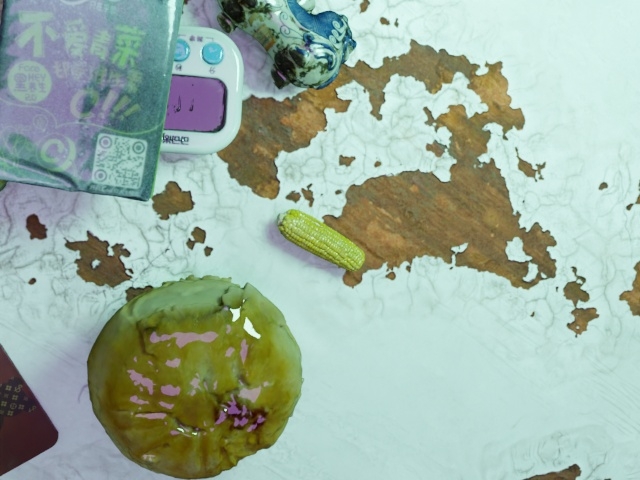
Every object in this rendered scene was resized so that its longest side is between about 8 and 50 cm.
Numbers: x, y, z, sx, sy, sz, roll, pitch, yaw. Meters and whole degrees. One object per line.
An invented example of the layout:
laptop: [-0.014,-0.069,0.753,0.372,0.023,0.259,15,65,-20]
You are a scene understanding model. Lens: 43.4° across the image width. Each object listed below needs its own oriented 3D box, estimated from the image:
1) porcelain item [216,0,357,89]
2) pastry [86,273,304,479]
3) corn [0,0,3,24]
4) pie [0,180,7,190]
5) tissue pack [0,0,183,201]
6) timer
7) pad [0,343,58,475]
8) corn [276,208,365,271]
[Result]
porcelain item: [-0.060,-0.419,1.506,0.288,0.138,0.186,46,58,-9]
pastry: [-0.238,0.251,1.535,0.410,0.245,0.409,-3,104,-14]
corn: [-0.555,-0.489,1.395,0.127,0.126,0.335,3,98,-13]
pie: [-0.690,-0.186,1.447,0.303,0.067,0.302,-2,99,-12]
tissue pack: [-0.399,-0.280,1.364,0.288,0.124,0.394,7,99,-22]
timer: [-0.279,-0.283,1.510,0.262,0.087,0.237,3,99,-13]
pad: [-0.653,0.333,1.582,0.181,0.004,0.267,-29,105,-6]
corn: [0.000,0.000,1.637,0.206,0.067,0.067,31,92,-18]
